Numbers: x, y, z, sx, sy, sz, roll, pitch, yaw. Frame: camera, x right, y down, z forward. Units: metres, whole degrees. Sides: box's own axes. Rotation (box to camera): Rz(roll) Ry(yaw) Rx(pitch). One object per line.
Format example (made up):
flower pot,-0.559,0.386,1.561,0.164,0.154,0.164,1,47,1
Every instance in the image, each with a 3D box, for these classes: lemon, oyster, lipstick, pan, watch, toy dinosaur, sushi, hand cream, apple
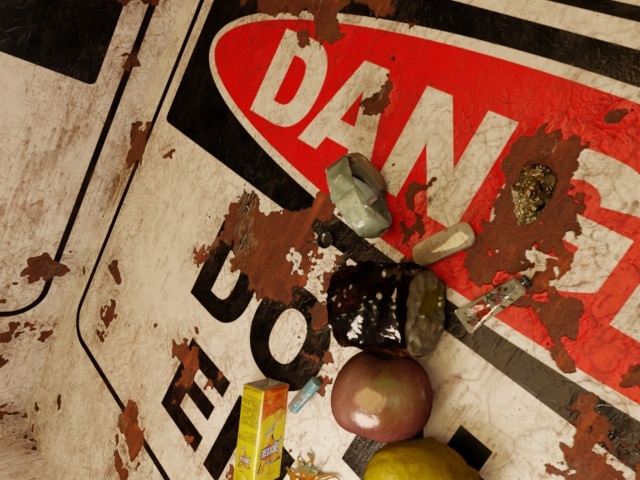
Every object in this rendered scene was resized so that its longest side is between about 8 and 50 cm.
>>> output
lemon,0.272,0.688,1.245,0.316,0.285,0.286,-47,58,50
oyster,0.581,-0.127,1.245,0.105,0.056,0.177,27,96,27
lipstick,-0.058,0.562,1.628,0.048,0.048,0.158,49,112,29
pan,0.000,0.000,1.659,0.115,0.023,0.069,-9,81,32
watch,0.125,-0.130,1.445,0.161,0.253,0.241,-34,29,29
toy dinosaur,-0.037,0.838,1.582,0.212,0.057,0.143,24,111,36
sushi,0.191,0.197,1.338,0.294,0.299,0.282,1,70,37
hand cream,0.493,0.175,1.282,0.234,0.050,0.080,-45,66,30
apple,0.177,0.450,1.328,0.305,0.305,0.235,3,87,36

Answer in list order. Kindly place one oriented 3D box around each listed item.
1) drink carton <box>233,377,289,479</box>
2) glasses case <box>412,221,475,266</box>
drink carton,-0.219,0.707,1.662,0.111,0.154,0.352,5,88,36
glasses case,0.374,0.014,1.374,0.204,0.051,0.081,-32,66,29
